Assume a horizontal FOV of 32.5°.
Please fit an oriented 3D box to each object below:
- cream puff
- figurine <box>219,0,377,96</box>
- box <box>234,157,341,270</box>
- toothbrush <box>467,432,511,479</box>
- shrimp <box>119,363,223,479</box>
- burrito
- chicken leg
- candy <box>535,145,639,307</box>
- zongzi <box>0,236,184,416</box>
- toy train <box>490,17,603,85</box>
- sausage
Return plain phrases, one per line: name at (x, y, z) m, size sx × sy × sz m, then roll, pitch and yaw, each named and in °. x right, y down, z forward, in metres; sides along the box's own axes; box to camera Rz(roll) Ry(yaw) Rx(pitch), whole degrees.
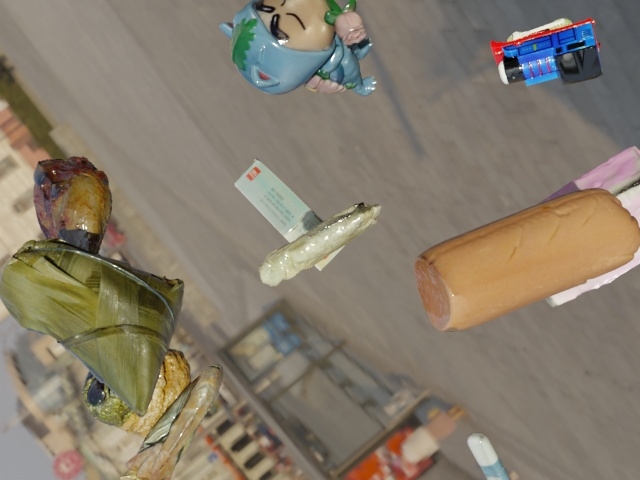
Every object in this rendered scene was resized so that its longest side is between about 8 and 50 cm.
cream puff at (-0.344, 0.264, 1.970) m, size 0.169 × 0.183 × 0.183 m, roll 18°, pitch -162°, yaw -45°
figurine at (-0.004, -0.210, 1.136) m, size 0.178 × 0.144 × 0.114 m, roll 8°, pitch -125°, yaw -42°
box at (-0.067, -0.057, 2.234) m, size 0.135 × 0.079 × 0.269 m, roll 44°, pitch 180°, yaw -38°
toothbrush at (0.189, 0.266, 0.978) m, size 0.019 × 0.025 × 0.275 m, roll -6°, pitch 130°, yaw 38°
shrimp at (-0.256, 0.339, 1.814) m, size 0.077 × 0.317 × 0.168 m, roll 33°, pitch 171°, yaw -2°
burrito at (0.001, 0.001, 1.454) m, size 0.045 × 0.188 × 0.058 m, roll 55°, pitch -169°, yaw -10°
chicken leg at (-0.392, -0.033, 1.714) m, size 0.083 × 0.177 × 0.322 m, roll 9°, pitch -163°, yaw -36°
candy at (0.456, -0.018, 1.813) m, size 0.155 × 0.265 × 0.116 m, roll 49°, pitch -164°, yaw -28°
zongzi at (-0.319, 0.114, 1.437) m, size 0.251 × 0.125 × 0.274 m, roll 18°, pitch -152°, yaw -7°
toy train at (0.442, -0.361, 2.140) m, size 0.083 × 0.204 × 0.131 m, roll 60°, pitch -155°, yaw -42°
sausage at (0.272, 0.020, 1.423) m, size 0.121 × 0.304 × 0.121 m, roll 160°, pitch 90°, yaw -75°
